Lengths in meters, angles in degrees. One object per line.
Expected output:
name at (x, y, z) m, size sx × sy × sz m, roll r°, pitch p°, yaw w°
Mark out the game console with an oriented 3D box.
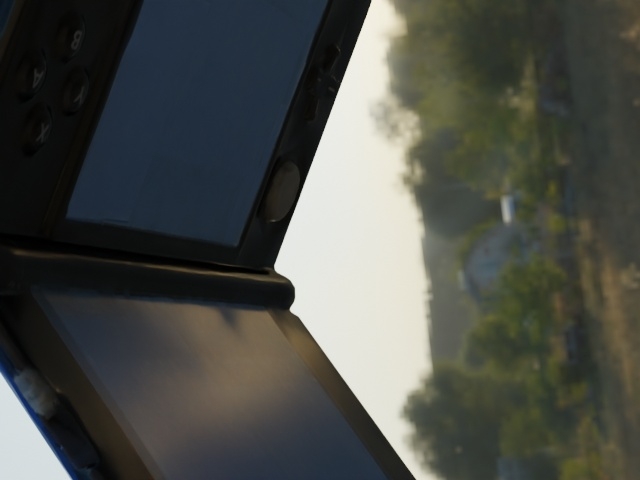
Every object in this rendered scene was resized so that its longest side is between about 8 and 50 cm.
game console at (0.000, 0.000, 0.556) m, size 0.250 × 0.173 × 0.293 m, roll -69°, pitch -16°, yaw 3°
